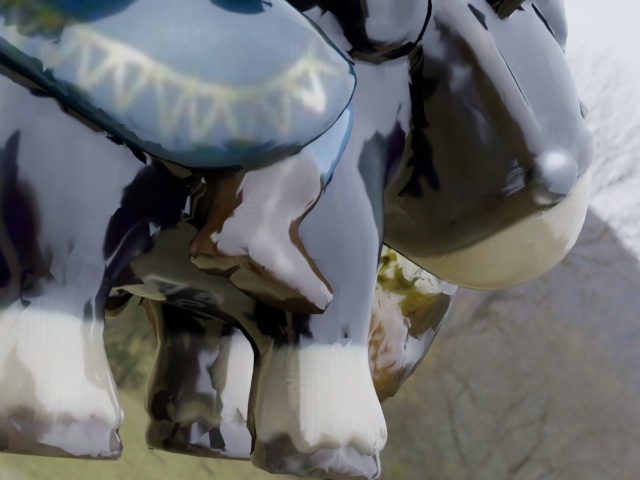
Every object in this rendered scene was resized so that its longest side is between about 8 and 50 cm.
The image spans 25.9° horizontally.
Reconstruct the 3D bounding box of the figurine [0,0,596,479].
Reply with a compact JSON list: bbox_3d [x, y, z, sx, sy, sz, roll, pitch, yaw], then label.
[{"bbox_3d":[-0.043,-0.121,0.449,0.241,0.306,0.412,-6,-76,70],"label":"figurine"}]

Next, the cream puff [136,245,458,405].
[{"bbox_3d":[0.000,0.000,0.802,0.155,0.241,0.269,29,25,-5],"label":"cream puff"}]
